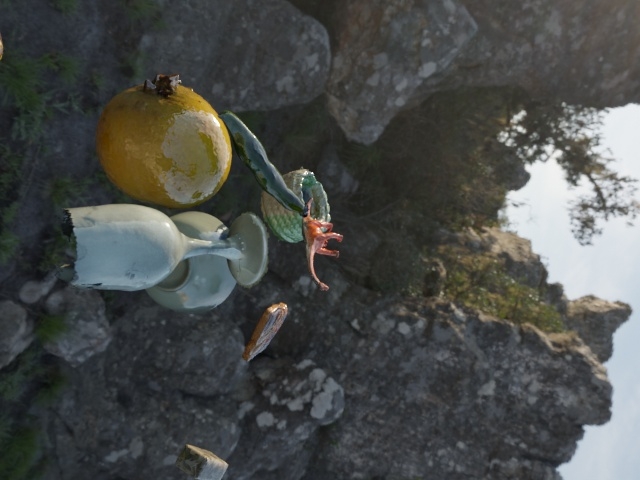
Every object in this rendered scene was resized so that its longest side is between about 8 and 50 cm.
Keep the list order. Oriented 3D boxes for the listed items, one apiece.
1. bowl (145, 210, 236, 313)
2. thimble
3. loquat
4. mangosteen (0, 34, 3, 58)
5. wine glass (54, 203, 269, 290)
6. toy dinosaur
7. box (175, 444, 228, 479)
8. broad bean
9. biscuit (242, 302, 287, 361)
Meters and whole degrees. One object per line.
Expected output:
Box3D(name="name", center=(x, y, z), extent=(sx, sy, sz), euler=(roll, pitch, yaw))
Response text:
Box3D(name="bowl", center=(-0.371, 0.062, 1.275), extent=(0.146, 0.289, 0.289), euler=(3, 105, -81))
Box3D(name="thimble", center=(-0.076, -0.105, 1.458), extent=(0.219, 0.150, 0.218), euler=(42, 40, -48))
Box3D(name="loquat", center=(-0.322, -0.209, 1.008), extent=(0.275, 0.275, 0.274), euler=(19, 90, -78))
Box3D(name="mangosteen", center=(-0.852, -0.462, 1.118), extent=(0.192, 0.217, 0.192), euler=(-24, 144, -19))
Box3D(name="wine glass", center=(-0.242, 0.012, 0.771), extent=(0.321, 0.143, 0.143), euler=(4, 108, -40))
Box3D(name="toy dinosaur", center=(-0.003, 0.005, 1.019), extent=(0.055, 0.102, 0.279), euler=(-61, -148, 29))
Box3D(name="box", center=(-0.227, 0.431, 0.922), extent=(0.045, 0.062, 0.098), euler=(-60, 153, -22))
Box3D(name="broad bean", center=(-0.108, -0.135, 0.961), extent=(0.297, 0.043, 0.060), euler=(53, 46, -34))
Box3D(name="biscuit", center=(-0.137, 0.230, 1.240), extent=(0.183, 0.043, 0.280), euler=(-54, 175, -29))
